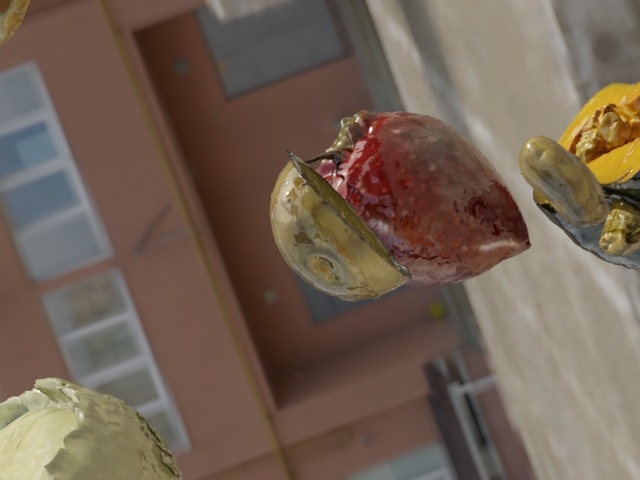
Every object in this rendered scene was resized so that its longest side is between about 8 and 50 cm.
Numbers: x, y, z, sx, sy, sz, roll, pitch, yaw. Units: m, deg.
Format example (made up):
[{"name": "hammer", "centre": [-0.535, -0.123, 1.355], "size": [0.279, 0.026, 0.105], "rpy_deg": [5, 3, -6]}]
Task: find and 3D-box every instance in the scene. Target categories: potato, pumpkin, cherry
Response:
[{"name": "potato", "centre": [0.000, 0.000, 1.710], "size": [0.164, 0.081, 0.200], "rpy_deg": [47, -177, 5]}, {"name": "potato", "centre": [0.181, -0.044, 1.396], "size": [0.083, 0.040, 0.051], "rpy_deg": [47, 167, -7]}, {"name": "pumpkin", "centre": [0.337, -0.066, 1.893], "size": [0.139, 0.222, 0.317], "rpy_deg": [31, 160, -17]}, {"name": "cherry", "centre": [0.104, -0.036, 1.987], "size": [0.192, 0.249, 0.175], "rpy_deg": [-49, -24, -66]}]

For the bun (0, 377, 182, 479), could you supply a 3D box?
[{"name": "bun", "centre": [-0.159, 0.204, 1.034], "size": [0.152, 0.259, 0.259], "rpy_deg": [42, -173, -16]}]

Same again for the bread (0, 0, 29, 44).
[{"name": "bread", "centre": [-0.297, -0.259, 1.597], "size": [0.134, 0.085, 0.173], "rpy_deg": [120, 144, -45]}]
